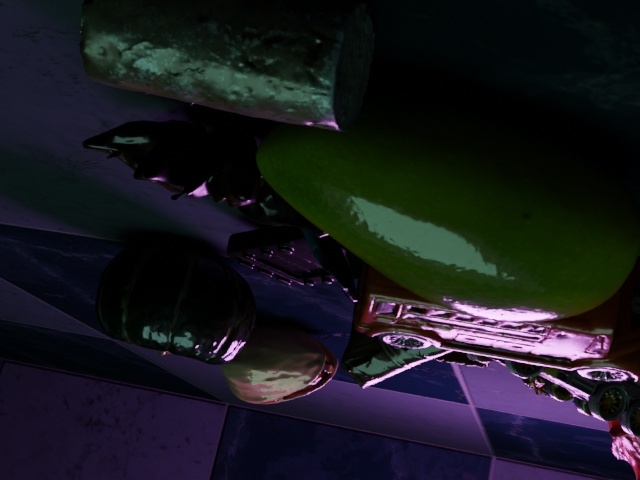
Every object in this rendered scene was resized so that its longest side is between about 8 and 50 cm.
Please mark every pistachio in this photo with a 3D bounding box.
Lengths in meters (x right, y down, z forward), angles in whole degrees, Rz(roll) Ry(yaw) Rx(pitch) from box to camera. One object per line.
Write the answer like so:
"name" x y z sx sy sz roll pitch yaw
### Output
"pistachio" -0.084 0.243 1.796 0.230 0.157 0.157 -7 157 19

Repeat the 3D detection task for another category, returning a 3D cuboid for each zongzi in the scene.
"zongzi" 0.119 0.085 1.180 0.184 0.187 0.084 -25 128 31

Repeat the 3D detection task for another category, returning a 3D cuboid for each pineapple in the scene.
"pineapple" 0.363 0.185 1.451 0.077 0.114 0.114 -19 160 -29

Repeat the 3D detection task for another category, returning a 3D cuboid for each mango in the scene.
"mango" 0.110 -0.028 0.782 0.343 0.156 0.192 20 150 -13

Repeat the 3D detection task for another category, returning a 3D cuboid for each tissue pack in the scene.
"tissue pack" 0.000 0.000 1.010 0.028 0.138 0.085 -34 145 12

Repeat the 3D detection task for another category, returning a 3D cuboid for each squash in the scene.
"squash" -0.225 0.102 1.420 0.252 0.165 0.252 14 165 4

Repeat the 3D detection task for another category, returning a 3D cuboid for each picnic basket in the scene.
"picnic basket" 0.217 0.156 1.455 0.110 0.054 0.193 7 162 16

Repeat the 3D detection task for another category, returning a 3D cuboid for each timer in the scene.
"timer" -0.018 0.012 1.182 0.187 0.055 0.144 -10 154 43

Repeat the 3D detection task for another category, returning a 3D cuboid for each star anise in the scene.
"star anise" -0.086 -0.085 0.875 0.272 0.102 0.272 17 -170 -3

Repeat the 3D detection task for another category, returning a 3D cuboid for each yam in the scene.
"yam" -0.057 -0.140 0.632 0.194 0.107 0.107 13 163 -2

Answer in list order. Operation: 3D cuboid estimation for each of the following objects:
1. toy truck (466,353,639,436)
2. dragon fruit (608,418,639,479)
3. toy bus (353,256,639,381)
"toy truck" 0.322 0.125 1.126 0.272 0.157 0.124 28 175 -19
"dragon fruit" 0.605 0.383 1.656 0.134 0.211 0.262 12 159 -20
"toy bus" 0.208 0.050 0.957 0.329 0.143 0.153 11 159 1
